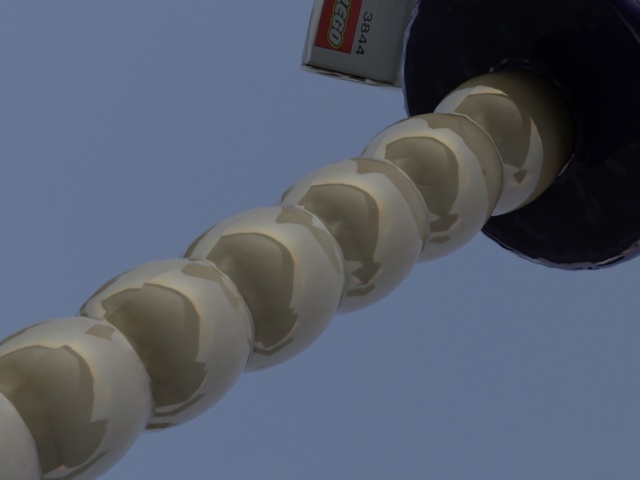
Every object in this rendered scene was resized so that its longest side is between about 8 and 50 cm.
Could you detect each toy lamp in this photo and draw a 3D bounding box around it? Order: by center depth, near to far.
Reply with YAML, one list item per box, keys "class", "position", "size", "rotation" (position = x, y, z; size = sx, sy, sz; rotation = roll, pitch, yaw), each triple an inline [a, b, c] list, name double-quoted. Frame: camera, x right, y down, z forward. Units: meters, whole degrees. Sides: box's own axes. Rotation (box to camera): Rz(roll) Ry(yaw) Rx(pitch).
- class: "toy lamp"
  position: [0.000, 0.000, 0.378]
  size: [0.080, 0.274, 0.080]
  rotation: [22, -54, 33]

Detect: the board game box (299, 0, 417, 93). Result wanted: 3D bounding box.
- class: "board game box"
  position: [0.113, -0.180, 0.586]
  size: [0.053, 0.193, 0.305]
  rotation: [20, -81, 52]
